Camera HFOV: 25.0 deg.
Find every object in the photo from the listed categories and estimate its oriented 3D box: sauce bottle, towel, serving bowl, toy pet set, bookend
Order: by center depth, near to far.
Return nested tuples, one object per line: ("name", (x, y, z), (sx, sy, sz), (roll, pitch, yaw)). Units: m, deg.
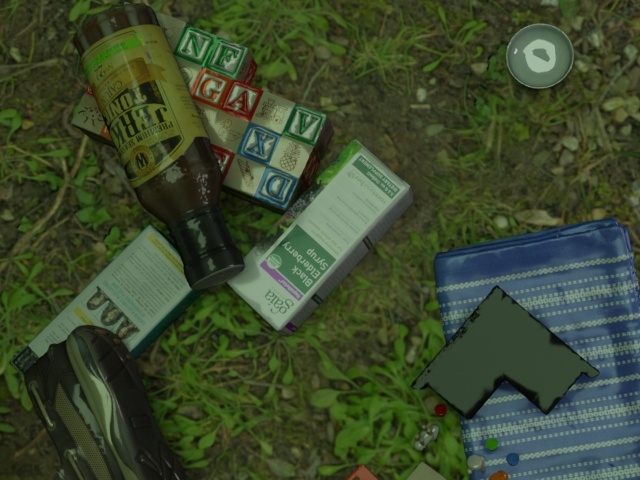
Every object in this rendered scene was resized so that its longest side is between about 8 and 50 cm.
("bookend", (0.217, 0.162, 1.691), (0.157, 0.072, 0.156), (40, 92, 11))
("sauce bottle", (-0.183, -0.111, 1.706), (0.111, 0.111, 0.344), (-26, 78, 3))
("toy pet set", (0.158, 0.278, 1.717), (0.122, 0.065, 0.114), (34, 71, 28))
("towel", (0.278, 0.154, 1.731), (0.243, 0.040, 0.336), (-10, 80, 7))
("serving bowl", (0.273, -0.226, 1.796), (0.083, 0.027, 0.083), (-1, 80, 7))

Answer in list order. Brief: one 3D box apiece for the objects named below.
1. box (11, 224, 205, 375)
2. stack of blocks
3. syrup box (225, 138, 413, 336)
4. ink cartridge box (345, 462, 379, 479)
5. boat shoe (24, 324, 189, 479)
("box", (-0.259, 0.102, 1.797), (0.244, 0.060, 0.100), (-45, 79, -1))
("stack of blocks", (-0.138, -0.162, 1.809), (0.297, 0.087, 0.171), (23, 85, 10))
("syrup box", (0.000, 0.000, 1.762), (0.093, 0.096, 0.237), (42, 87, 11))
("ink cartridge box", (0.070, 0.329, 1.735), (0.115, 0.029, 0.063), (43, 89, 11))
("boat shoe", (-0.244, 0.278, 1.695), (0.130, 0.132, 0.355), (-27, 73, 15))
